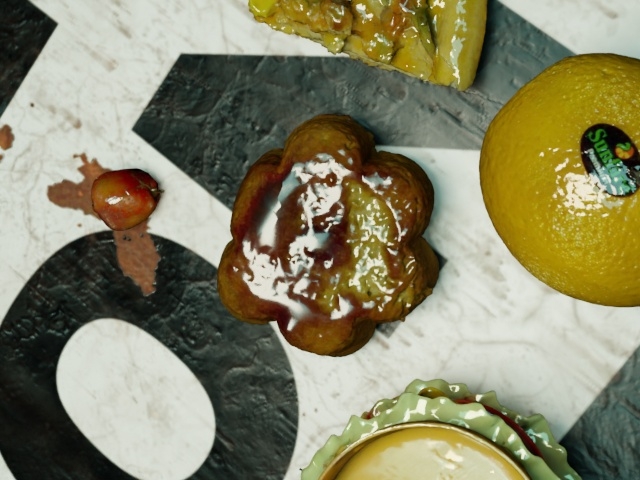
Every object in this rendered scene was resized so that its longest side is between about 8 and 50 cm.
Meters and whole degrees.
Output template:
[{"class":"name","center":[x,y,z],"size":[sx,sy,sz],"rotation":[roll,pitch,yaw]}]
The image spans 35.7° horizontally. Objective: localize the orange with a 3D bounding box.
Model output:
[{"class":"orange","center":[0.260,-0.053,0.893],"size":[0.236,0.236,0.236],"rotation":[1,92,18]}]

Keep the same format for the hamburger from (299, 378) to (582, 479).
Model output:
[{"class":"hamburger","center":[0.115,0.270,0.949],"size":[0.275,0.212,0.274],"rotation":[0,92,15]}]

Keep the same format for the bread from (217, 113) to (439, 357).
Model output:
[{"class":"bread","center":[0.013,-0.002,1.018],"size":[0.232,0.135,0.246],"rotation":[22,96,3]}]

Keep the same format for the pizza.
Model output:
[{"class":"pizza","center":[0.075,-0.313,1.019],"size":[0.258,0.087,0.268],"rotation":[20,95,14]}]

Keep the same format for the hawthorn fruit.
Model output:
[{"class":"hawthorn fruit","center":[-0.221,-0.049,1.128],"size":[0.077,0.077,0.077],"rotation":[1,92,18]}]
